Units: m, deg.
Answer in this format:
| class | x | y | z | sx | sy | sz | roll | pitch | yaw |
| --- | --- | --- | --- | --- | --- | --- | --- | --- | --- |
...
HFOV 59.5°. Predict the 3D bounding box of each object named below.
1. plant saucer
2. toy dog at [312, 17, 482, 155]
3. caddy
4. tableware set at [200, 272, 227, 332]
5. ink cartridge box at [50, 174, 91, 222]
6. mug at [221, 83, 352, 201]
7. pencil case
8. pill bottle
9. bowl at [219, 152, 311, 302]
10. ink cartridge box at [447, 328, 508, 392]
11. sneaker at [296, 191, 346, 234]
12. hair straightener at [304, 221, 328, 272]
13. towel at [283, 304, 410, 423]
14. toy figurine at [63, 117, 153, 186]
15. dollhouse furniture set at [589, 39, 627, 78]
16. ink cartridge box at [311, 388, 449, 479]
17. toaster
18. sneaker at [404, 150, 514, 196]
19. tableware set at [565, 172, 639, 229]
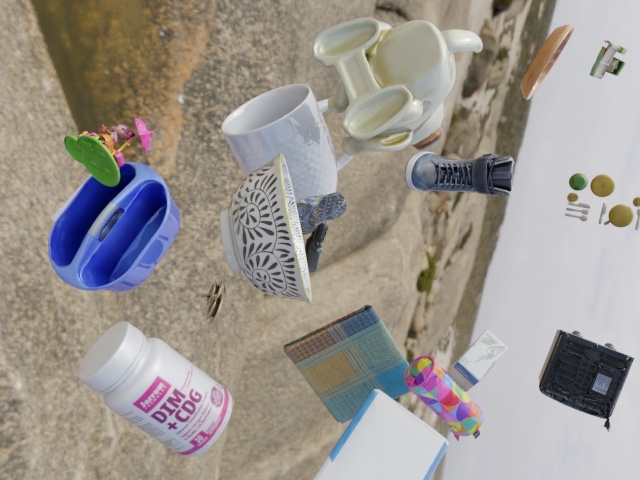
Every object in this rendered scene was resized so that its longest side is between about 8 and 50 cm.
| class | x | y | z | sx | sy | sz | roll | pitch | yaw |
| --- | --- | --- | --- | --- | --- | --- | --- | --- | --- |
| plant saucer | 0.561 | -0.449 | 1.401 | 0.200 | 0.037 | 0.200 | -50 | 166 | -18 |
| toy dog | 0.198 | -0.379 | 1.420 | 0.284 | 0.395 | 0.408 | 60 | 7 | 15 |
| caddy | -0.511 | -0.031 | 1.395 | 0.341 | 0.241 | 0.179 | -57 | 170 | -11 |
| tableware set | -0.306 | 0.166 | 1.576 | 0.128 | 0.039 | 0.194 | -65 | -164 | 9 |
| ink cartridge box | -0.662 | -0.054 | 1.764 | 0.201 | 0.278 | 0.117 | -47 | -168 | -2 |
| mug | -0.051 | -0.266 | 1.641 | 0.374 | 0.276 | 0.328 | -31 | 123 | -8 |
| pencil case | 0.304 | 0.387 | 1.374 | 0.236 | 0.104 | 0.104 | 48 | 42 | -19 |
| pill bottle | -0.327 | 0.298 | 1.126 | 0.283 | 0.160 | 0.160 | 46 | 48 | -28 |
| bowl | -0.064 | -0.006 | 0.623 | 0.170 | 0.080 | 0.170 | -11 | 90 | -89 |
| ink cartridge box | 0.426 | 0.354 | 1.581 | 0.134 | 0.078 | 0.231 | -41 | 161 | -20 |
| sneaker | -0.037 | -0.060 | 1.352 | 0.211 | 0.081 | 0.080 | -17 | 100 | -34 |
| hair straightener | 0.000 | 0.000 | 1.591 | 0.089 | 0.047 | 0.230 | 61 | -41 | 48 |
| towel | 0.093 | 0.349 | 1.551 | 0.370 | 0.271 | 0.040 | 59 | 8 | -35 |
| toy figurine | -0.478 | -0.229 | 1.313 | 0.159 | 0.173 | 0.130 | -47 | 153 | -39 |
| dollhouse furniture set | 0.614 | -0.397 | 1.224 | 0.151 | 0.058 | 0.076 | -9 | 131 | -46 |
| ink cartridge box | 0.067 | 0.493 | 1.078 | 0.285 | 0.166 | 0.395 | -50 | 164 | -26 |
| toaster | 0.615 | 0.316 | 1.315 | 0.186 | 0.168 | 0.110 | -71 | 161 | 3 |
| sneaker | 0.289 | -0.134 | 1.120 | 0.226 | 0.163 | 0.086 | -5 | 100 | -43 |
| tableware set | 0.593 | -0.084 | 1.168 | 0.024 | 0.154 | 0.104 | -8 | 109 | -77 |
